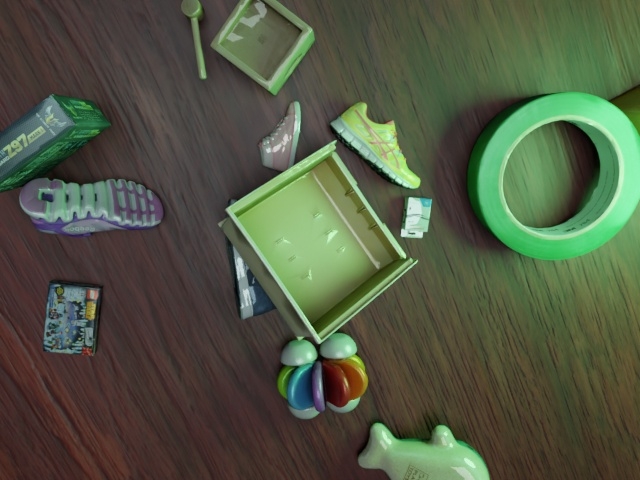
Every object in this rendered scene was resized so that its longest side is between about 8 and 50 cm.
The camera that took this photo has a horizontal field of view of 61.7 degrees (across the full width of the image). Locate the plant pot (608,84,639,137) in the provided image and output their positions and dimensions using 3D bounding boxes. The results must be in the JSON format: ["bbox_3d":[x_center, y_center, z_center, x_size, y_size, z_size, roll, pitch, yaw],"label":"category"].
[{"bbox_3d":[0.711,-0.211,1.032,0.212,0.187,0.212,-28,102,-2],"label":"plant pot"}]

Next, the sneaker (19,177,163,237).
[{"bbox_3d":[-0.410,-0.049,0.973,0.236,0.104,0.095,3,56,-26],"label":"sneaker"}]

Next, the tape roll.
[{"bbox_3d":[0.456,-0.124,1.051,0.321,0.077,0.322,0,104,-1],"label":"tape roll"}]

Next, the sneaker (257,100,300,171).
[{"bbox_3d":[-0.079,-0.196,1.002,0.070,0.051,0.135,7,103,-14],"label":"sneaker"}]

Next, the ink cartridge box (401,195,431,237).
[{"bbox_3d":[0.191,-0.045,1.076,0.048,0.028,0.083,4,100,-8],"label":"ink cartridge box"}]

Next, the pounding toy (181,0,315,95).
[{"bbox_3d":[-0.146,-0.352,0.950,0.206,0.094,0.181,37,99,-3],"label":"pounding toy"}]

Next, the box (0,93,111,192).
[{"bbox_3d":[-0.452,-0.156,0.869,0.183,0.233,0.059,-36,106,0],"label":"box"}]

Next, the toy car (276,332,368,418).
[{"bbox_3d":[0.005,0.280,1.055,0.181,0.136,0.159,-8,101,-6],"label":"toy car"}]

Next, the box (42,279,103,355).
[{"bbox_3d":[-0.473,0.148,1.026,0.093,0.027,0.137,7,99,-9],"label":"box"}]

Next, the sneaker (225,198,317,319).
[{"bbox_3d":[-0.094,0.024,1.028,0.163,0.086,0.226,-10,93,-14],"label":"sneaker"}]

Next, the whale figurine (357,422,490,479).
[{"bbox_3d":[0.221,0.482,1.140,0.271,0.141,0.216,22,97,14],"label":"whale figurine"}]

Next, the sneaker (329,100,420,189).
[{"bbox_3d":[0.121,-0.180,1.017,0.208,0.081,0.094,40,91,-12],"label":"sneaker"}]

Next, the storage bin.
[{"bbox_3d":[0.000,0.000,0.956,0.260,0.123,0.262,-36,92,-23],"label":"storage bin"}]
